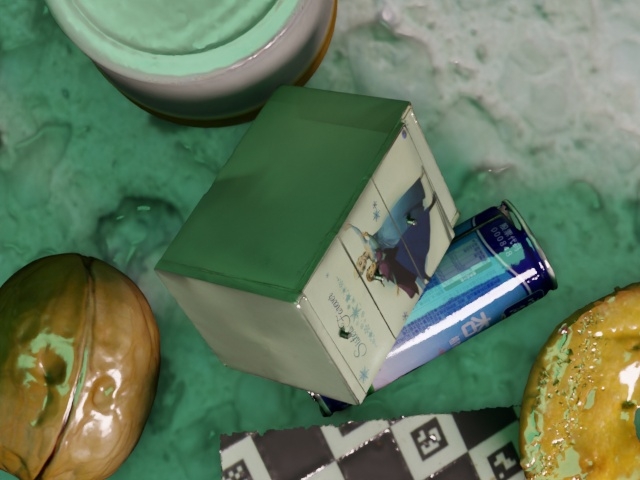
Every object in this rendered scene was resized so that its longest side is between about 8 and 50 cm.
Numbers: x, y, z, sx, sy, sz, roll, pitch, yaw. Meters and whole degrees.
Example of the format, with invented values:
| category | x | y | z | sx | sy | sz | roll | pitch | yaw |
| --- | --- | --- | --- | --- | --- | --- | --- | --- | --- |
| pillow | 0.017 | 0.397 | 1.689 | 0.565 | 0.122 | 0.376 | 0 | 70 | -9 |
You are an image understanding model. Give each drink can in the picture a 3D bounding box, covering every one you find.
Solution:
| category | x | y | z | sx | sy | sz | roll | pitch | yaw |
| --- | --- | --- | --- | --- | --- | --- | --- | --- | --- |
| drink can | 0.084 | 0.060 | 1.272 | 0.235 | 0.097 | 0.097 | -30 | 85 | 0 |

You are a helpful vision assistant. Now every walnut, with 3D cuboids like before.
| category | x | y | z | sx | sy | sz | roll | pitch | yaw |
| --- | --- | --- | --- | --- | --- | --- | --- | --- | --- |
| walnut | -0.224 | 0.114 | 1.250 | 0.167 | 0.167 | 0.207 | 14 | 88 | 4 |

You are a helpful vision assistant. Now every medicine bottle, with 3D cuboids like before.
| category | x | y | z | sx | sy | sz | roll | pitch | yaw |
| --- | --- | --- | --- | --- | --- | --- | --- | --- | --- |
| medicine bottle | -0.106 | -0.230 | 1.233 | 0.238 | 0.232 | 0.238 | 0 | 85 | 2 |

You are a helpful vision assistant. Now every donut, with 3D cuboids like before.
| category | x | y | z | sx | sy | sz | roll | pitch | yaw |
| --- | --- | --- | --- | --- | --- | --- | --- | --- | --- |
| donut | 0.301 | 0.164 | 1.243 | 0.278 | 0.108 | 0.277 | 0 | 85 | 0 |

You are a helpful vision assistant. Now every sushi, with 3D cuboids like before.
| category | x | y | z | sx | sy | sz | roll | pitch | yaw |
| --- | --- | --- | --- | --- | --- | --- | --- | --- | --- |
| sushi | 0.039 | 0.289 | 1.246 | 0.294 | 0.059 | 0.292 | 1 | 89 | -24 |

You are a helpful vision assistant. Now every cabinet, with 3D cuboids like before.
| category | x | y | z | sx | sy | sz | roll | pitch | yaw |
| --- | --- | --- | --- | --- | --- | --- | --- | --- | --- |
| cabinet | 0.000 | 0.000 | 1.196 | 0.150 | 0.145 | 0.206 | 12 | 58 | 35 |
